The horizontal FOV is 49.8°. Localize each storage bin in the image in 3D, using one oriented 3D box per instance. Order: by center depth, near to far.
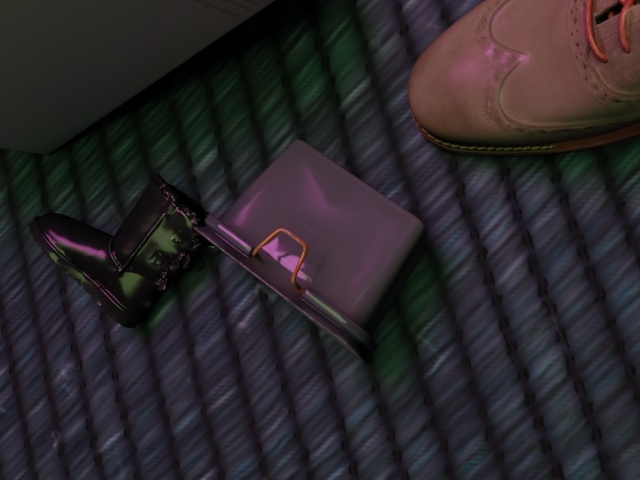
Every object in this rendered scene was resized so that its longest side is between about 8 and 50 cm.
[{"bbox_3d":[0.000,0.000,0.446,0.135,0.098,0.091,35,83,17],"label":"storage bin"}]

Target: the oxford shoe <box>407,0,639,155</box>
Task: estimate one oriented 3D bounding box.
[{"bbox_3d":[0.179,-0.130,0.349,0.348,0.130,0.123,-17,82,36],"label":"oxford shoe"}]

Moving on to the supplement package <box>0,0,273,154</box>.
[{"bbox_3d":[-0.177,-0.199,0.438,0.293,0.175,0.178,-25,77,29],"label":"supplement package"}]

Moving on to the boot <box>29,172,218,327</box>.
[{"bbox_3d":[-0.143,-0.006,0.509,0.121,0.045,0.099,42,98,10],"label":"boot"}]
